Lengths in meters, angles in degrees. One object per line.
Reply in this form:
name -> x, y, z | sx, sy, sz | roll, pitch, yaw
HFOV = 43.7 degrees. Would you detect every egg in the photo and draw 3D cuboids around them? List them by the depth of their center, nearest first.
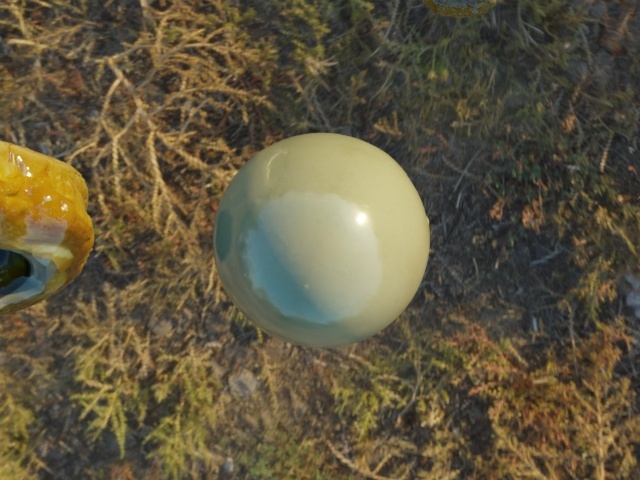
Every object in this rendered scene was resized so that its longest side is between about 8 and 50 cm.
egg -> 0.000, 0.000, 0.809 | 0.219, 0.269, 0.219 | 0, 90, -14

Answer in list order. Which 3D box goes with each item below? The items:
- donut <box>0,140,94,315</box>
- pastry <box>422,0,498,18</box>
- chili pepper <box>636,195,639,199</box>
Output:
donut -> -0.463, -0.001, 1.045 | 0.329, 0.160, 0.330 | -18, 143, -14
pastry -> 0.196, -0.406, 1.095 | 0.192, 0.093, 0.182 | 43, 125, -10
chili pepper -> 0.623, -0.109, 1.414 | 0.178, 0.027, 0.045 | -22, 102, -25
